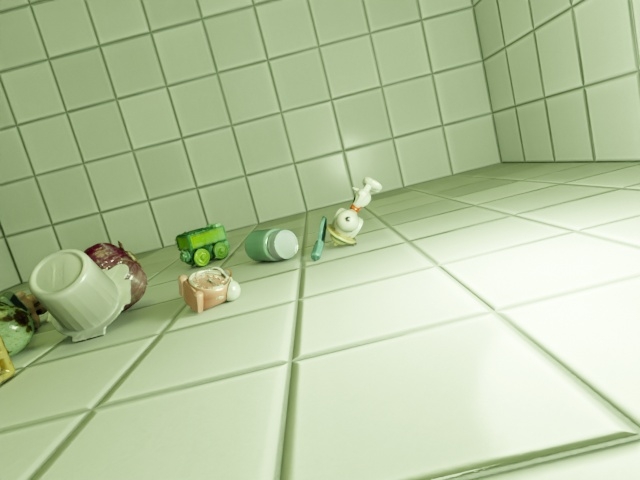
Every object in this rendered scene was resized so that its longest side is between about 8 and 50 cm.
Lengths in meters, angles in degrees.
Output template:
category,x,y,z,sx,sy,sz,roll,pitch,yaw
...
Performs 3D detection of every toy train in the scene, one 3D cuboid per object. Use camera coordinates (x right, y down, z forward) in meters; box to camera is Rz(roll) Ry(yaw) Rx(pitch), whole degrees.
category,x,y,z,sx,sy,sz,roll,pitch,yaw
toy train,-0.598,0.025,2.318,0.272,0.188,0.159,-20,12,-41

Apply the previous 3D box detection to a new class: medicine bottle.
category,x,y,z,sx,sy,sz,roll,pitch,yaw
medicine bottle,-0.211,0.020,1.918,0.139,0.139,0.226,-22,12,-39

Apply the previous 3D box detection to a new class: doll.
category,x,y,z,sx,sy,sz,roll,pitch,yaw
doll,-1.144,0.303,1.766,0.201,0.156,0.303,-57,-3,-9
doll,0.143,-0.111,1.827,0.271,0.144,0.208,-57,-1,-26

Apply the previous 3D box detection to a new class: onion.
category,x,y,z,sx,sy,sz,roll,pitch,yaw
onion,-0.801,0.176,1.631,0.348,0.267,0.159,-46,21,-23

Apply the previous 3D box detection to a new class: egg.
category,x,y,z,sx,sy,sz,roll,pitch,yaw
egg,-1.028,0.298,1.427,0.231,0.169,0.169,-24,9,3

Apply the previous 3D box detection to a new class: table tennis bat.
category,x,y,z,sx,sy,sz,roll,pitch,yaw
table tennis bat,0.000,0.000,1.796,0.038,0.149,0.237,9,34,6

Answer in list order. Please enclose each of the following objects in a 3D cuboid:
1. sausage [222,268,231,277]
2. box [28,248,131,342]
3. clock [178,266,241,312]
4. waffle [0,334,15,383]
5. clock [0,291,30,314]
category,x,y,z,sx,sy,sz,roll,pitch,yaw
sausage,-0.394,0.160,1.631,0.053,0.053,0.348,-12,10,11
box,-0.750,0.137,1.419,0.263,0.206,0.291,28,61,21
clock,-0.352,0.157,1.446,0.162,0.092,0.166,-17,34,-36
waffle,-0.936,0.226,1.088,0.114,0.375,0.261,-11,12,14
clock,-1.135,0.297,1.540,0.243,0.199,0.146,-35,29,-12
